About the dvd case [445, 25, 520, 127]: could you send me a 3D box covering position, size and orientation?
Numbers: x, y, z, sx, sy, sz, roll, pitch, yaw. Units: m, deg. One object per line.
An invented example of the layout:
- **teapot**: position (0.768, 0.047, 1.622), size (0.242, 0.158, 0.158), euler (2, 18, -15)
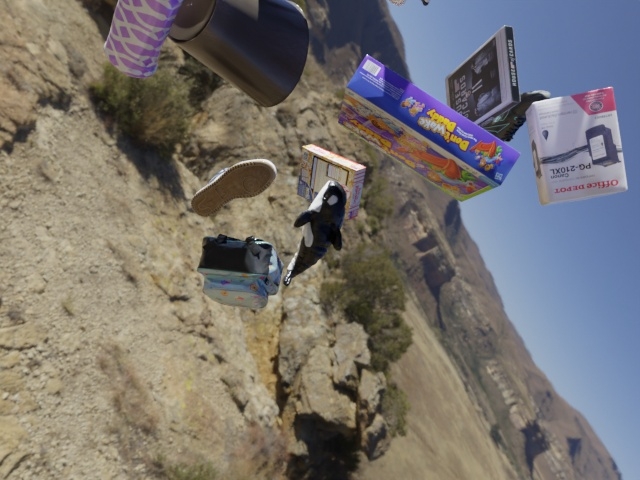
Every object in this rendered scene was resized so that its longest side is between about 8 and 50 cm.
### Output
- **dvd case**: position (0.373, -0.356, 1.160), size (0.238, 0.029, 0.179), euler (150, -60, -69)

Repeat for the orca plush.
- **orca plush**: position (0.000, 0.000, 1.223), size (0.102, 0.287, 0.151), euler (37, 5, 32)

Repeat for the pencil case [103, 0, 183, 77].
- **pencil case**: position (-0.245, -0.333, 0.716), size (0.086, 0.206, 0.088), euler (53, 39, 10)

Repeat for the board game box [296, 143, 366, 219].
- **board game box**: position (0.025, -0.160, 1.339), size (0.193, 0.147, 0.045), euler (30, 37, 32)

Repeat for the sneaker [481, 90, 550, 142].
- **sneaker**: position (0.531, -0.332, 1.381), size (0.267, 0.101, 0.106), euler (-22, -104, 62)

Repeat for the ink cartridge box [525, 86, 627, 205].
- **ink cartridge box**: position (0.592, -0.212, 1.148), size (0.100, 0.172, 0.237), euler (-7, 88, -77)

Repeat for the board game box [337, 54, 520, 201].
- **board game box**: position (0.209, -0.220, 1.039), size (0.347, 0.078, 0.233), euler (33, -4, 1)

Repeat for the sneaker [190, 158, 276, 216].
- **sneaker**: position (-0.226, -0.170, 1.389), size (0.099, 0.282, 0.153), euler (59, 27, -16)

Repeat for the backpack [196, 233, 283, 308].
- **backpack**: position (-0.168, 0.075, 1.089), size (0.188, 0.165, 0.144), euler (54, 38, -73)

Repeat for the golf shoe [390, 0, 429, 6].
- **golf shoe**: position (0.161, -0.569, 1.112), size (0.086, 0.186, 0.067), euler (82, 29, -44)

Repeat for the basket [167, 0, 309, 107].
- **basket**: position (-0.145, -0.364, 0.852), size (0.227, 0.154, 0.204), euler (6, 96, -59)
